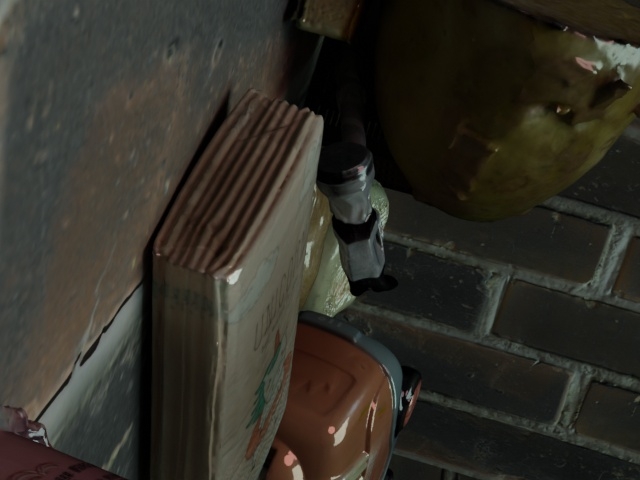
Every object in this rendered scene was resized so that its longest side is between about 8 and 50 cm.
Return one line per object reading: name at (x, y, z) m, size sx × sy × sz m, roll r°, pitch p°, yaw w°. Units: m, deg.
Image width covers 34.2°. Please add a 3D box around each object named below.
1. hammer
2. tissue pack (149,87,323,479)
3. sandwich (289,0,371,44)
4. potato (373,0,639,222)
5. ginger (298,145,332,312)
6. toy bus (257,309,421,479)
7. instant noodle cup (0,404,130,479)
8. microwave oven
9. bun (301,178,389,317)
hammer at (0.028, -0.121, 0.916) m, size 0.427 × 0.044 × 0.152 m, roll -91°, pitch 169°, yaw -50°
tissue pack at (-0.063, 0.073, 0.742) m, size 0.325 × 0.071 × 0.170 m, roll 99°, pitch 13°, yaw -45°
sandwich at (0.024, -0.232, 0.909) m, size 0.162 × 0.058 × 0.193 m, roll 94°, pitch 11°, yaw -73°
potato at (0.157, -0.126, 0.948) m, size 0.288 × 0.301 × 0.237 m, roll -8°, pitch 127°, yaw -43°
ginger at (-0.034, 0.013, 0.952) m, size 0.137 × 0.074 × 0.213 m, roll 30°, pitch 72°, yaw -68°
toy bus at (-0.032, 0.219, 1.020) m, size 0.232 × 0.194 × 0.288 m, roll -50°, pitch 157°, yaw -60°
instant noodle cup at (-0.052, 0.204, 0.362) m, size 0.243 × 0.231 × 0.243 m, roll 16°, pitch 90°, yaw -87°
microwave oven at (0.092, -0.185, 1.185) m, size 0.188 × 0.178 × 0.248 m, roll 66°, pitch 41°, yaw -80°
bun at (0.000, 0.000, 1.160) m, size 0.183 × 0.102 × 0.183 m, roll -51°, pitch 156°, yaw -33°
